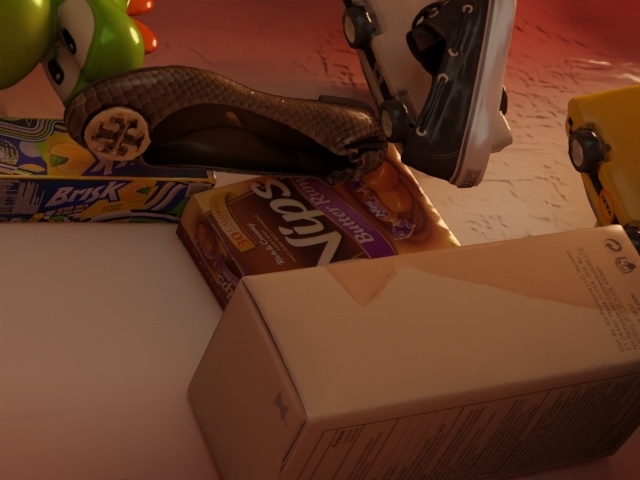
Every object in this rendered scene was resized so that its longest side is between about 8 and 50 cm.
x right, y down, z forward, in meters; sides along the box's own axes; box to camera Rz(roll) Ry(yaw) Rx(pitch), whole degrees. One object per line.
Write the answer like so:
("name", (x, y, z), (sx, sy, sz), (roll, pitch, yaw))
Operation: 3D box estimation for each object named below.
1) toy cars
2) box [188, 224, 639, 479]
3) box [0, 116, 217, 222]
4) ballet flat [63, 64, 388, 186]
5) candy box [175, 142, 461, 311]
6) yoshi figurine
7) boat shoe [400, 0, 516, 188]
("toy cars", (0.169, -0.078, 1.580), (0.394, 0.087, 0.176), (30, 58, 8))
("box", (0.082, 0.092, 1.360), (0.311, 0.148, 0.121), (-6, 55, -29))
("box", (-0.165, -0.050, 1.428), (0.169, 0.054, 0.059), (1, 53, -24))
("ballet flat", (-0.062, -0.073, 1.406), (0.250, 0.084, 0.058), (5, 50, -29))
("candy box", (0.000, 0.000, 1.461), (0.187, 0.053, 0.109), (-17, 62, -32))
("yoshi figurine", (-0.266, -0.237, 1.448), (0.203, 0.203, 0.362), (-30, 62, -8))
("boat shoe", (0.102, -0.146, 1.516), (0.076, 0.080, 0.228), (13, 65, -4))
